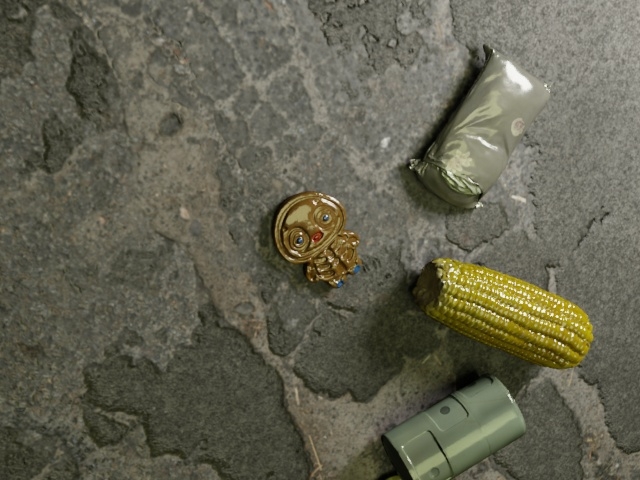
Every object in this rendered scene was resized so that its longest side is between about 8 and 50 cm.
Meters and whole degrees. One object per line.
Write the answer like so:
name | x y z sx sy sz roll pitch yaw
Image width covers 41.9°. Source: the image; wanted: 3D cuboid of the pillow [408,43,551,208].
pillow | 0.263 -0.174 1.341 0.169 0.059 0.255 29 94 -24

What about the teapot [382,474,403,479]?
teapot | 0.121 0.494 1.465 0.119 0.130 0.165 14 68 -10

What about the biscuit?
biscuit | 0.000 0.000 1.304 0.124 0.026 0.175 -43 116 -5

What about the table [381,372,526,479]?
table | 0.230 0.337 1.447 0.220 0.126 0.126 -29 115 -11

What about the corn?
corn | 0.314 0.125 1.417 0.344 0.131 0.131 20 98 -25
